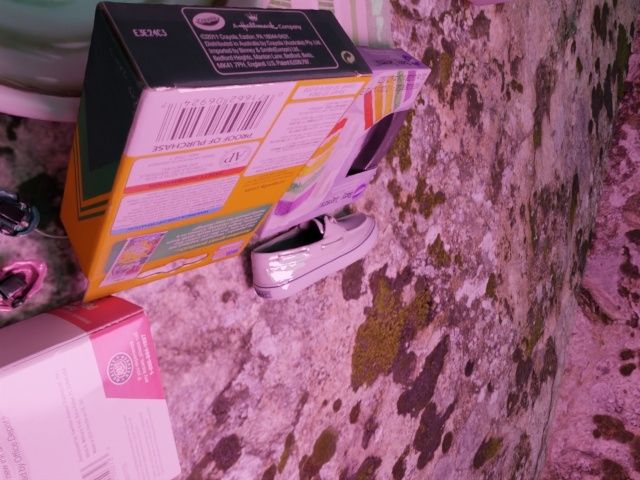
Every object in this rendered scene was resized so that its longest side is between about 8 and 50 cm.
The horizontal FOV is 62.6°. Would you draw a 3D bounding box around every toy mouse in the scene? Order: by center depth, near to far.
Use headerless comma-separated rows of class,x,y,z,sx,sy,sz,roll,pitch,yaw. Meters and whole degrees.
toy mouse,-0.307,0.009,0.504,0.143,0.031,0.161,-21,96,-51

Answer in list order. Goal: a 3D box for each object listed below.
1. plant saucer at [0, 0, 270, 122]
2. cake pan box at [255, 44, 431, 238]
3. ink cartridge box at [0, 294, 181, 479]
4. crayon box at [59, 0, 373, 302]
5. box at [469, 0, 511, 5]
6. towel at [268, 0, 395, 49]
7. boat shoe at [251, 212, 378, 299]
plant saucer,-0.214,-0.299,0.407,0.400,0.100,0.400,-13,113,-34
cake pan box,0.021,-0.142,0.731,0.267,0.070,0.245,-24,151,-51
ink cartridge box,-0.297,0.197,0.498,0.283,0.117,0.207,-22,113,-45
crayon box,-0.122,-0.068,0.502,0.203,0.323,0.083,-18,71,-39
box,0.365,-0.564,1.127,0.101,0.102,0.087,-8,104,-49
towel,-0.009,-0.327,0.662,0.325,0.038,0.247,-24,113,-44
boat shoe,0.000,0.000,0.817,0.258,0.095,0.084,-33,124,-42
